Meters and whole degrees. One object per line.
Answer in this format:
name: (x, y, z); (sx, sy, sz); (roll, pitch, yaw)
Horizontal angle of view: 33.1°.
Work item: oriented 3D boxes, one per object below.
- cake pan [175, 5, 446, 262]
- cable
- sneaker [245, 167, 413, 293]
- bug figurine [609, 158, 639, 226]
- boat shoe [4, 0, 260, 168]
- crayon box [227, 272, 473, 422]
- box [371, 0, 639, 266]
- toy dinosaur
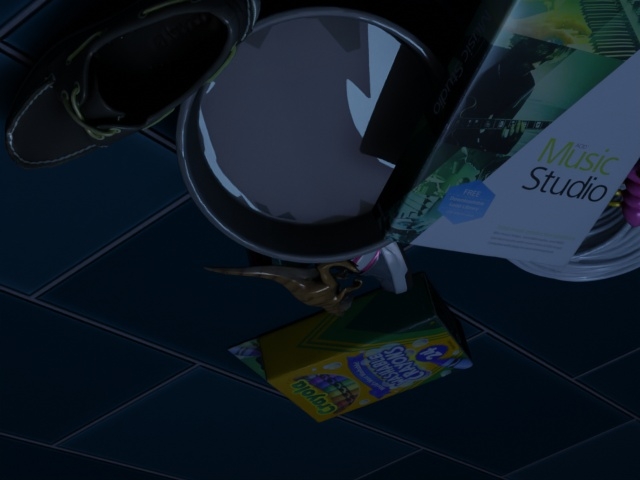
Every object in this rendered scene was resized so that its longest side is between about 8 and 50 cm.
cake pan: (-0.002, -0.111, 1.117); (0.293, 0.054, 0.293); (-2, 123, -3)
cable: (0.334, -0.048, 1.363); (0.257, 0.089, 0.257); (5, 142, -8)
sneaker: (0.000, 0.000, 1.313); (0.178, 0.123, 0.295); (-23, 141, 7)
bug figurine: (0.298, -0.103, 1.187); (0.279, 0.072, 0.216); (-7, 122, -2)
boat shoe: (-0.191, -0.151, 1.009); (0.305, 0.091, 0.109); (-30, 114, 22)
crayon box: (0.049, 0.179, 1.649); (0.323, 0.083, 0.203); (-22, 147, 13)
box: (0.219, -0.118, 1.062); (0.232, 0.058, 0.322); (8, 127, -25)
toy dinosaur: (-0.013, 0.046, 1.218); (0.112, 0.064, 0.211); (-44, 137, 19)
